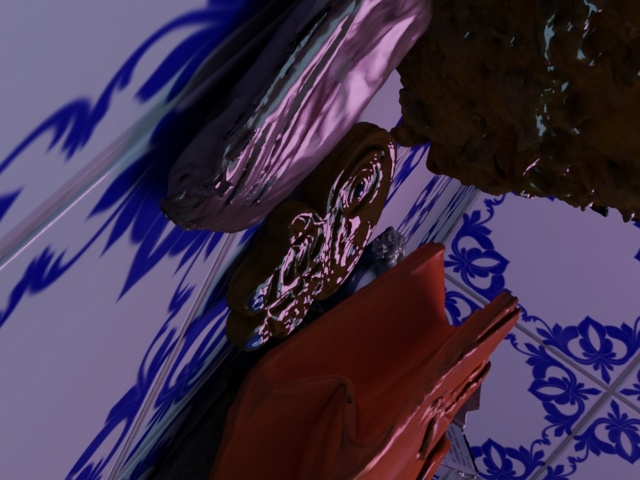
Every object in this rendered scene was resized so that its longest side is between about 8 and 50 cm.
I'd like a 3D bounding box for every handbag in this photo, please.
[{"bbox_3d":[0.004,0.226,1.260,0.303,0.116,0.410,-33,151,-49],"label":"handbag"}]

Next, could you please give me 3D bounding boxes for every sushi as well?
[{"bbox_3d":[0.181,-0.114,0.753,0.207,0.234,0.348,-49,-177,-16],"label":"sushi"}]

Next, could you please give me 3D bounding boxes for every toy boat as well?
[{"bbox_3d":[0.071,0.106,1.446,0.291,0.067,0.220,26,-79,66],"label":"toy boat"}]

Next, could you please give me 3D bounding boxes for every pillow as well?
[{"bbox_3d":[0.023,-0.102,0.590,0.248,0.049,0.135,-52,176,7],"label":"pillow"}]

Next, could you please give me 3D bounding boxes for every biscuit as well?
[{"bbox_3d":[0.000,0.000,0.942,0.175,0.026,0.124,-48,155,-36],"label":"biscuit"}]

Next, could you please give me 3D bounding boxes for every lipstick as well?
[{"bbox_3d":[-0.083,0.157,1.194,0.312,0.051,0.051,-50,171,-17],"label":"lipstick"}]

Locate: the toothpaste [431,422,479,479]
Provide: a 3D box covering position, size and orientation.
[{"bbox_3d":[0.079,0.149,1.567,0.081,0.067,0.336,-58,-155,25],"label":"toothpaste"}]
